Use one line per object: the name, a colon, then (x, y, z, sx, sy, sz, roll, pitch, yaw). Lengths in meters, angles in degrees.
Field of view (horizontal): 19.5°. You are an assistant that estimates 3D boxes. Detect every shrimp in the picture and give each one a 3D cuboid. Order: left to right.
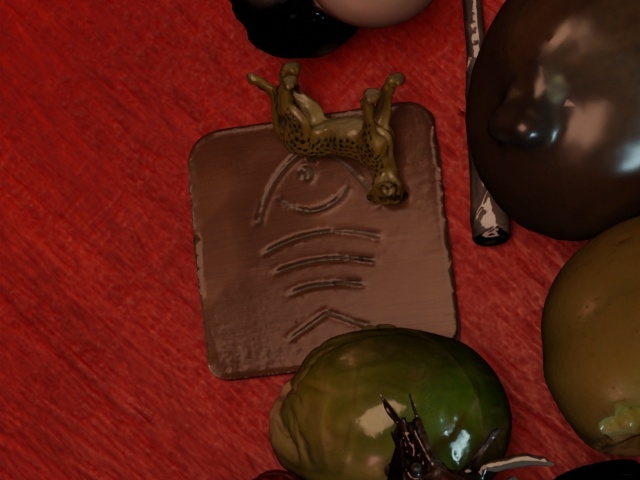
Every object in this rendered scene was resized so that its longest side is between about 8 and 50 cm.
shrimp: (0.151, 0.338, 1.742, 0.221, 0.166, 0.410, -17, 80, 55)

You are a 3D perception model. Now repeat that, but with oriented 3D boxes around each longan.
longan: (0.265, -0.145, 1.881, 0.243, 0.300, 0.300, 13, 86, 39)

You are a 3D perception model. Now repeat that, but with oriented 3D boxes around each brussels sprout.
brussels sprout: (0.073, 0.183, 1.913, 0.244, 0.244, 0.244, -1, 83, 12)

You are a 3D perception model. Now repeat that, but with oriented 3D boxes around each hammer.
hammer: (0.161, -0.204, 2.030, 0.152, 0.044, 0.426, -3, 84, 11)

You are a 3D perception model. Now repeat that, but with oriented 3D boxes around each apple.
apple: (0.350, 0.093, 1.833, 0.279, 0.279, 0.279, -1, 83, 12)

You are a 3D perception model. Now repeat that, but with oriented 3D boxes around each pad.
pad: (0.000, 0.000, 2.049, 0.287, 0.018, 0.284, -8, 82, 11)

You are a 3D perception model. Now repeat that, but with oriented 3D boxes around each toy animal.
toy animal: (0.009, -0.116, 2.014, 0.181, 0.073, 0.136, 9, 121, 15)
toy animal: (0.028, -0.297, 1.974, 0.235, 0.165, 0.187, -19, 39, 37)

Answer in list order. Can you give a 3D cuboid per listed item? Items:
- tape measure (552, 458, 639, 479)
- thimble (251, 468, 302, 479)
tape measure: (0.291, 0.321, 1.844, 0.135, 0.223, 0.202, -12, 91, 4)
thimble: (-0.081, 0.401, 1.857, 0.350, 0.350, 0.230, -44, 78, 4)
